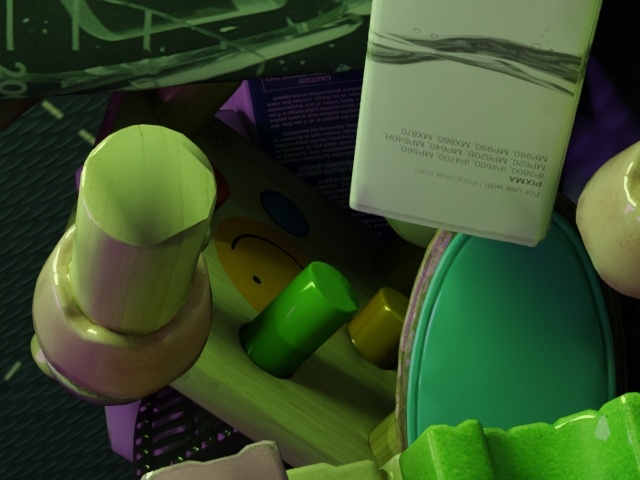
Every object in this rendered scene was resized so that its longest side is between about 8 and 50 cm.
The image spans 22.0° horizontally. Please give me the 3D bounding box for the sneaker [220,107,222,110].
[{"bbox_3d":[-0.050,-0.191,1.444,0.292,0.110,0.118,97,154,-52],"label":"sneaker"}]

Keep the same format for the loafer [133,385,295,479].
[{"bbox_3d":[-0.035,0.222,0.980,0.130,0.134,0.366,44,-148,-36],"label":"loafer"}]

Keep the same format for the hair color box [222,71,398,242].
[{"bbox_3d":[0.001,-0.013,1.244,0.174,0.105,0.347,103,158,-67],"label":"hair color box"}]

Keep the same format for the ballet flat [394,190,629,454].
[{"bbox_3d":[0.107,0.134,0.835,0.124,0.116,0.342,-47,-51,-77],"label":"ballet flat"}]

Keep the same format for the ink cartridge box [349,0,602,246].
[{"bbox_3d":[0.076,-0.131,0.680,0.158,0.092,0.218,-73,-10,-46],"label":"ink cartridge box"}]

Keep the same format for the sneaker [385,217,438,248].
[{"bbox_3d":[0.085,-0.035,0.891,0.212,0.080,0.094,105,144,-60],"label":"sneaker"}]

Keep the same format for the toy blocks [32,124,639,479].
[{"bbox_3d":[0.051,0.127,0.597,0.260,0.289,0.309,118,142,-65],"label":"toy blocks"}]

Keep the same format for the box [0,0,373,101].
[{"bbox_3d":[-0.146,-0.342,0.838,0.297,0.472,0.479,-114,20,-54],"label":"box"}]

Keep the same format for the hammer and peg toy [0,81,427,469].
[{"bbox_3d":[-0.072,-0.008,0.956,0.127,0.361,0.266,-46,19,26],"label":"hammer and peg toy"}]

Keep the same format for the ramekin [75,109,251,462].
[{"bbox_3d":[-0.107,0.045,1.227,0.273,0.127,0.272,172,90,-81],"label":"ramekin"}]
